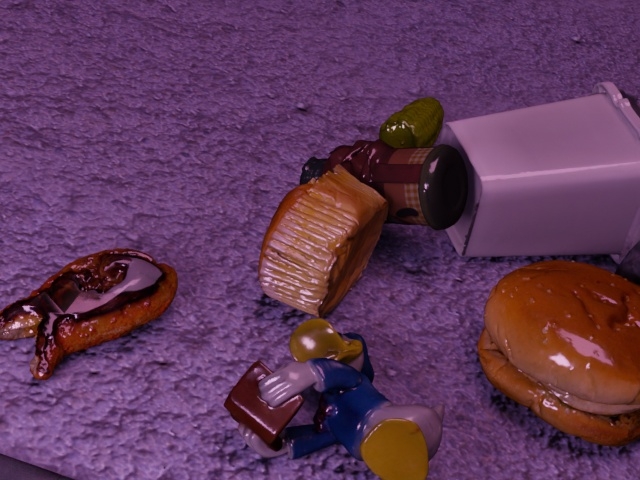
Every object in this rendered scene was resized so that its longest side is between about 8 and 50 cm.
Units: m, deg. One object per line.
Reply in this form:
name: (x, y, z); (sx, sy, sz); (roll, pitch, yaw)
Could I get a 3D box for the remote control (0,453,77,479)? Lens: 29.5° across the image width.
remote control: (-0.296, 0.315, 1.388); (0.377, 0.044, 0.107); (19, 31, 2)

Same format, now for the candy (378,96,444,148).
candy: (0.177, -0.211, 2.228); (0.096, 0.097, 0.209); (25, 34, 12)

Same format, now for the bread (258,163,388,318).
bread: (0.000, 0.000, 1.809); (0.133, 0.179, 0.250); (22, 35, 14)

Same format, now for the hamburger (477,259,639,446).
hamburger: (0.379, 0.148, 1.775); (0.314, 0.170, 0.290); (33, 33, 23)

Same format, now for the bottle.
bottle: (0.096, -0.088, 1.958); (0.271, 0.156, 0.143); (3, 39, 33)

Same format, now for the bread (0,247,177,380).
bread: (-0.314, 0.094, 1.644); (0.269, 0.095, 0.139); (-35, 56, -31)

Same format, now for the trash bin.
trash bin: (0.392, -0.088, 2.040); (0.367, 0.256, 0.296); (-6, 46, -18)

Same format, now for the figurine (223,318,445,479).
figurine: (0.017, 0.224, 1.575); (0.283, 0.205, 0.338); (6, 25, -3)

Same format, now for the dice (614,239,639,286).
dice: (0.567, 0.091, 1.909); (0.183, 0.182, 0.181); (-21, 52, -39)
